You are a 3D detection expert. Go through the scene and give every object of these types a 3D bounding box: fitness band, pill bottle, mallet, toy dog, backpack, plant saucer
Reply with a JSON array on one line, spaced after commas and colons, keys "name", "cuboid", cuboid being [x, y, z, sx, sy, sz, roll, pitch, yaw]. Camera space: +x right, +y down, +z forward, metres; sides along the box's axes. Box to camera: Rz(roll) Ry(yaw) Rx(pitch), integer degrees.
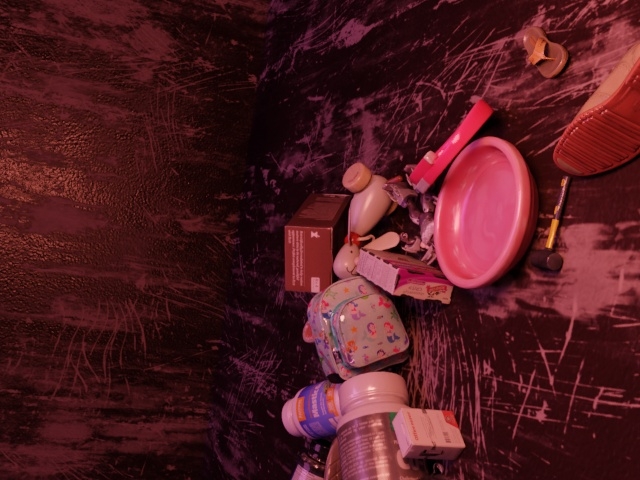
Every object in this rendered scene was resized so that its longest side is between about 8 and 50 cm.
[{"name": "fitness band", "cuboid": [0.296, -0.214, 1.801, 0.209, 0.054, 0.291, -48, -3, -17]}, {"name": "pill bottle", "cuboid": [0.146, 0.509, 1.863, 0.204, 0.204, 0.361, 124, 147, -47]}, {"name": "mallet", "cuboid": [0.461, -0.031, 1.530, 0.062, 0.039, 0.189, -144, 69, -68]}, {"name": "toy dog", "cuboid": [0.142, -0.058, 2.115, 0.161, 0.220, 0.333, -21, 65, 49]}, {"name": "backpack", "cuboid": [0.092, 0.220, 2.018, 0.253, 0.225, 0.191, 69, 155, 13]}, {"name": "pill bottle", "cuboid": [0.017, 0.466, 2.185, 0.272, 0.152, 0.152, -28, 54, 43]}, {"name": "pill bottle", "cuboid": [-0.021, 0.693, 2.294, 0.219, 0.123, 0.123, -67, 22, -1]}, {"name": "plant saucer", "cuboid": [0.364, -0.056, 1.713, 0.332, 0.084, 0.332, -171, 90, -68]}]

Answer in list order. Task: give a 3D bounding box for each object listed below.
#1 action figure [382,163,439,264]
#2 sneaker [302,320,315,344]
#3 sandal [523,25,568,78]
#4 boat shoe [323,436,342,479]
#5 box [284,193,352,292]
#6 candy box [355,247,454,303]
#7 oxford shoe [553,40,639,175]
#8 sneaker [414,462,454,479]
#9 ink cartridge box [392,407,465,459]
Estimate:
[{"name": "action figure", "cuboid": [0.256, -0.063, 1.967, 0.185, 0.099, 0.285, -53, 37, 29]}, {"name": "sneaker", "cuboid": [0.079, 0.269, 2.267, 0.302, 0.121, 0.108, -5, 65, 56]}, {"name": "sandal", "cuboid": [0.460, -0.398, 1.655, 0.180, 0.049, 0.072, -107, 33, -48]}, {"name": "boat shoe", "cuboid": [0.049, 0.704, 2.126, 0.130, 0.132, 0.355, 146, 131, -61]}, {"name": "box", "cuboid": [0.000, 0.000, 2.268, 0.381, 0.143, 0.191, -62, -26, -72]}, {"name": "candy box", "cuboid": [0.205, 0.085, 1.947, 0.233, 0.159, 0.071, -147, 69, -67]}, {"name": "oxford shoe", "cuboid": [0.535, -0.241, 1.369, 0.348, 0.123, 0.130, -52, 9, 52]}, {"name": "sneaker", "cuboid": [0.279, 0.596, 1.635, 0.268, 0.153, 0.101, 54, 161, 13]}, {"name": "ink cartridge box", "cuboid": [0.239, 0.431, 1.754, 0.099, 0.135, 0.056, -105, 31, -47]}]
